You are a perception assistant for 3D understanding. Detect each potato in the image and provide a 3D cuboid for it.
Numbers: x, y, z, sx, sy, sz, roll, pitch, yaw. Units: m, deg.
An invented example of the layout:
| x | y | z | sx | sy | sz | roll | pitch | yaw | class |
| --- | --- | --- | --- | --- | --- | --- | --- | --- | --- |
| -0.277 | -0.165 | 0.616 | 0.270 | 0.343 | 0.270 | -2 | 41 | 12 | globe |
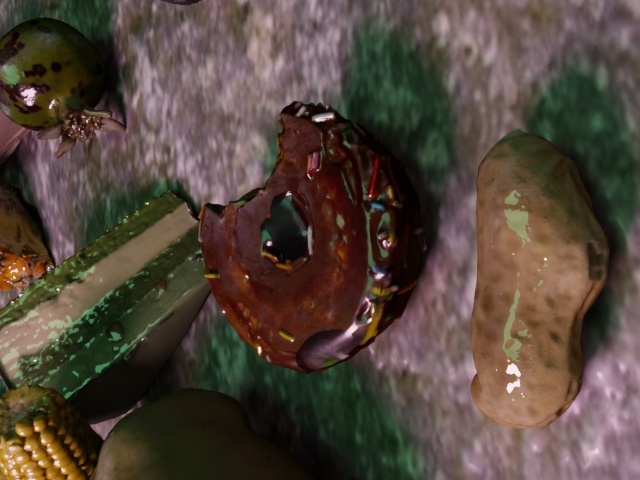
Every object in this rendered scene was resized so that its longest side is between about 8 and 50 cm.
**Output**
| x | y | z | sx | sy | sz | roll | pitch | yaw | class |
| --- | --- | --- | --- | --- | --- | --- | --- | --- | --- |
| -0.100 | 0.295 | 0.645 | 0.326 | 0.221 | 0.243 | 36 | 103 | 38 | potato |

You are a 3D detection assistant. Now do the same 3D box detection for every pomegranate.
| x | y | z | sx | sy | sz | roll | pitch | yaw | class |
| --- | --- | --- | --- | --- | --- | --- | --- | --- | --- |
| -0.334 | -0.190 | 0.908 | 0.148 | 0.148 | 0.169 | -30 | 84 | 38 | pomegranate |

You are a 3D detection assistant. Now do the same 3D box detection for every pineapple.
| x | y | z | sx | sy | sz | roll | pitch | yaw | class |
| --- | --- | --- | --- | --- | --- | --- | --- | --- | --- |
| -0.494 | -0.015 | 1.044 | 0.114 | 0.236 | 0.186 | -45 | 24 | 28 | pineapple |

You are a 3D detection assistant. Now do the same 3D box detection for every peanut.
| x | y | z | sx | sy | sz | roll | pitch | yaw | class |
| --- | --- | --- | --- | --- | --- | --- | --- | --- | --- |
| 0.147 | 0.030 | 0.510 | 0.099 | 0.099 | 0.214 | 12 | 97 | 41 | peanut |

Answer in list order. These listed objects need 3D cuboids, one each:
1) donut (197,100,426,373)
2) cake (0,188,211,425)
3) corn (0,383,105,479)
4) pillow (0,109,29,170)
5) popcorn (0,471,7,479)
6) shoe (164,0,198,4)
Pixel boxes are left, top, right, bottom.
| x | y | z | sx | sy | sz | roll | pitch | yaw | class |
| --- | --- | --- | --- | --- | --- | --- | --- | --- | --- |
| -0.001 | 0.001 | 0.638 | 0.216 | 0.096 | 0.230 | 50 | 121 | 26 | donut |
| -0.229 | 0.086 | 0.875 | 0.283 | 0.172 | 0.158 | -39 | 69 | -1 | cake |
| -0.255 | 0.276 | 0.780 | 0.115 | 0.115 | 0.318 | 27 | 148 | 38 | corn |
| -0.495 | -0.147 | 1.026 | 0.270 | 0.173 | 0.067 | -31 | 83 | 37 | pillow |
| -0.511 | 0.356 | 1.054 | 0.286 | 0.174 | 0.225 | -21 | 84 | 41 | popcorn |
| -0.154 | -0.291 | 0.764 | 0.241 | 0.108 | 0.093 | -1 | 92 | 49 | shoe |
